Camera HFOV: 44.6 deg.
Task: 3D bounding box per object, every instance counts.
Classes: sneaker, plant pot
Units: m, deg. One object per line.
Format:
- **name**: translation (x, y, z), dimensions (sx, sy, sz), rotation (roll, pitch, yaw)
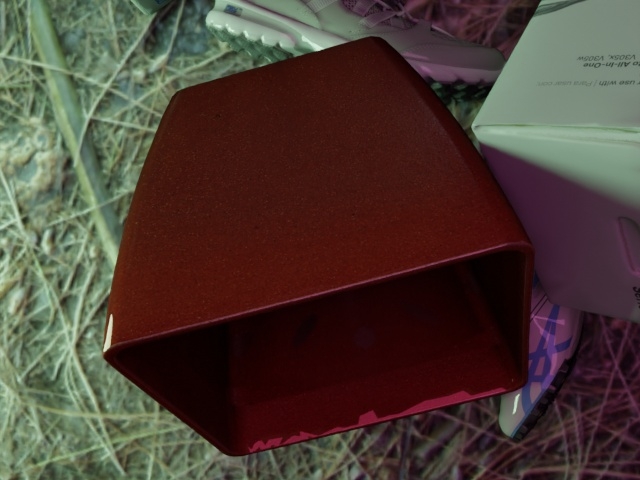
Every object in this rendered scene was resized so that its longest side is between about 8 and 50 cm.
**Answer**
- **sneaker**: translation (0.198, 0.060, 0.701), dimensions (0.086, 0.085, 0.237), rotation (17, 91, 22)
- **plant pot**: translation (0.000, 0.000, 0.626), dimensions (0.268, 0.267, 0.235), rotation (-15, 58, 5)
- **sneaker**: translation (0.039, -0.204, 0.707), dimensions (0.282, 0.105, 0.115), rotation (18, 90, 6)

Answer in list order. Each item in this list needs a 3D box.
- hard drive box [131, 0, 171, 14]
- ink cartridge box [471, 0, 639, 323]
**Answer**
- **hard drive box**: translation (-0.196, -0.323, 0.671), dimensions (0.089, 0.232, 0.181), rotation (-34, 86, 4)
- **ink cartridge box**: translation (0.246, -0.111, 0.572), dimensions (0.122, 0.211, 0.289), rotation (10, 57, 41)
